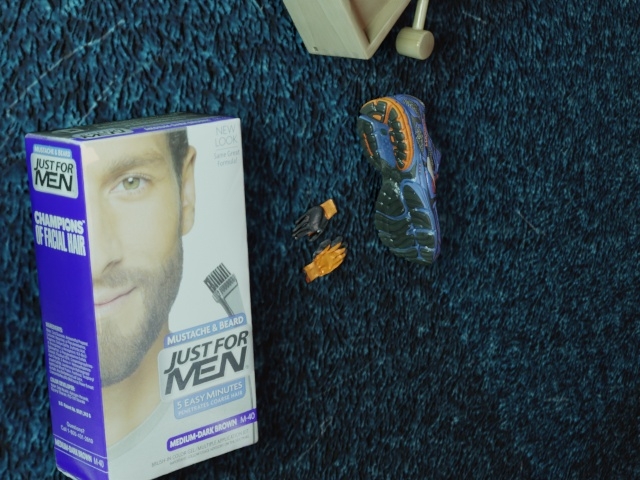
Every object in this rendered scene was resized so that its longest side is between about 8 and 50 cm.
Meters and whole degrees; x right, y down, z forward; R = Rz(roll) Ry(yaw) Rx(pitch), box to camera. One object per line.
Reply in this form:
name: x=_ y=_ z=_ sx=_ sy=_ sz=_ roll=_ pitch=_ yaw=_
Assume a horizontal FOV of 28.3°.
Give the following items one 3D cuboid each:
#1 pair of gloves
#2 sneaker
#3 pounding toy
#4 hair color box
pair of gloves: x=0.000 y=0.000 z=1.447 sx=0.074 sy=0.010 sz=0.083 roll=-36 pitch=120 yaw=-33
sneaker: x=0.112 y=-0.072 z=1.493 sx=0.087 sy=0.083 sz=0.221 roll=-35 pitch=124 yaw=-43
pounding toy: x=0.051 y=-0.280 z=1.392 sx=0.181 sy=0.094 sz=0.206 roll=-57 pitch=140 yaw=-26
hair color box: x=-0.168 y=0.054 z=1.234 sx=0.185 sy=0.110 sz=0.338 roll=-14 pitch=106 yaw=-40
